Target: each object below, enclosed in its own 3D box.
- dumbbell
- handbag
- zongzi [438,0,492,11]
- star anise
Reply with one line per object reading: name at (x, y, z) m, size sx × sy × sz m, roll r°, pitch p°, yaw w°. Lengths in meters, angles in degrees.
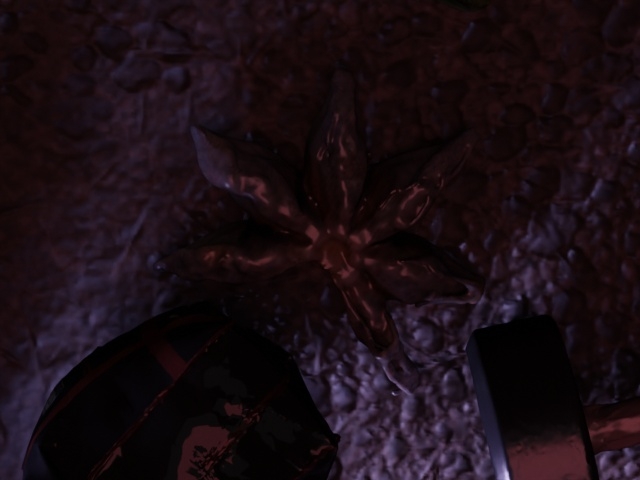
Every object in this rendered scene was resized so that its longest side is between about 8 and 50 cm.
dumbbell at (0.207, 0.104, 1.012) m, size 0.218 × 0.152 × 0.153 m, roll -13°, pitch 106°, yaw 3°
handbag at (-0.080, 0.122, 0.978) m, size 0.169 × 0.215 × 0.155 m, roll -43°, pitch 97°, yaw -4°
zongzi at (0.072, -0.200, 0.980) m, size 0.104 × 0.052 × 0.113 m, roll 23°, pitch 92°, yaw -15°
star anise at (0.010, -0.013, 1.023) m, size 0.208 × 0.063 × 0.172 m, roll 28°, pitch 103°, yaw -8°
